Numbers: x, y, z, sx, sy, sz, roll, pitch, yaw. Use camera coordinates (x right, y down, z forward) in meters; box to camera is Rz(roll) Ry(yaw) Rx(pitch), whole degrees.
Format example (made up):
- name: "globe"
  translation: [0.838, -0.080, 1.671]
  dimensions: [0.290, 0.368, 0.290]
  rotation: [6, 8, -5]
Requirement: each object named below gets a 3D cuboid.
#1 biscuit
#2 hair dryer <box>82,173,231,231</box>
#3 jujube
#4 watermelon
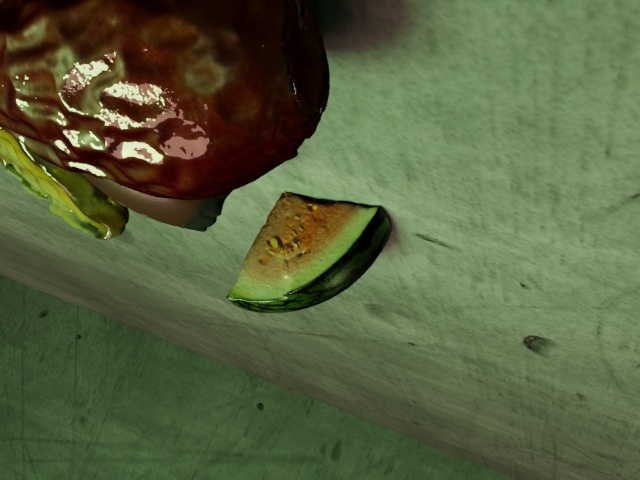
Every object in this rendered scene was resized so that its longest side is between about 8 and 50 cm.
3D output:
- name: "biscuit"
  translation: [-0.334, -0.109, 0.971]
  dimensions: [0.335, 0.078, 0.329]
  rotation: [39, 167, 13]
- name: "hair dryer"
  translation: [-0.231, -0.128, 0.881]
  dimensions: [0.312, 0.123, 0.340]
  rotation: [39, 172, -9]
- name: "jujube"
  translation: [-0.114, -0.113, 0.568]
  dimensions: [0.243, 0.183, 0.183]
  rotation: [2, 155, 27]
- name: "watermelon"
  translation: [0.009, 0.019, 0.937]
  dimensions: [0.145, 0.193, 0.137]
  rotation: [10, 114, 36]
